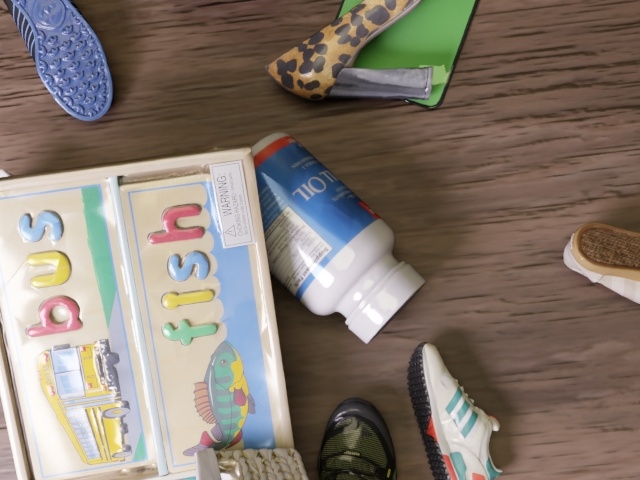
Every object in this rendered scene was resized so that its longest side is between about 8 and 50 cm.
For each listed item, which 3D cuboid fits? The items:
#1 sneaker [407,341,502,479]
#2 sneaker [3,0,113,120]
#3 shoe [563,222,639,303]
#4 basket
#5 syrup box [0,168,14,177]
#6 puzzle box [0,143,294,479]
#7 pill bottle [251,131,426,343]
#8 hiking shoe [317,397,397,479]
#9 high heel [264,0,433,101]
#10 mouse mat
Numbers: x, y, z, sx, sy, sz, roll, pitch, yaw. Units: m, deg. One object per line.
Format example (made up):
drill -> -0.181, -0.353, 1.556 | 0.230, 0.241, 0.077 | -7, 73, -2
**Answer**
sneaker -> 0.144, 0.183, 0.914 | 0.075, 0.057, 0.161 | -10, 78, -15
sneaker -> -0.307, -0.248, 1.004 | 0.081, 0.090, 0.232 | -27, 101, -3
shoe -> 0.366, 0.035, 0.924 | 0.219, 0.058, 0.076 | 17, 61, 2
basket -> -0.061, 0.287, 0.809 | 0.103, 0.113, 0.167 | -4, 102, -10
syrup box -> -0.273, 0.035, 0.938 | 0.237, 0.093, 0.096 | 39, 86, 9
puzzle box -> -0.173, 0.123, 0.849 | 0.272, 0.052, 0.408 | -9, 101, -5
pill bottle -> 0.000, 0.000, 0.913 | 0.221, 0.124, 0.124 | 43, 85, 8
hiking shoe -> 0.034, 0.272, 0.867 | 0.086, 0.114, 0.226 | 3, 81, 2
high heel -> 0.034, -0.285, 0.967 | 0.186, 0.093, 0.261 | 2, 89, -3
mouse mat -> 0.096, -0.258, 1.012 | 0.153, 0.007, 0.189 | 20, 83, 7
